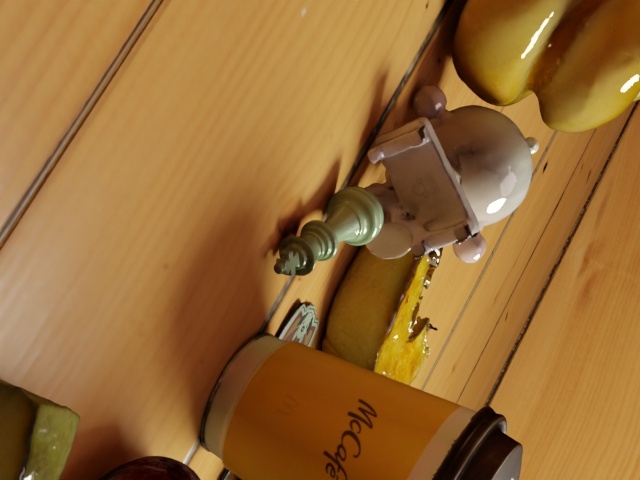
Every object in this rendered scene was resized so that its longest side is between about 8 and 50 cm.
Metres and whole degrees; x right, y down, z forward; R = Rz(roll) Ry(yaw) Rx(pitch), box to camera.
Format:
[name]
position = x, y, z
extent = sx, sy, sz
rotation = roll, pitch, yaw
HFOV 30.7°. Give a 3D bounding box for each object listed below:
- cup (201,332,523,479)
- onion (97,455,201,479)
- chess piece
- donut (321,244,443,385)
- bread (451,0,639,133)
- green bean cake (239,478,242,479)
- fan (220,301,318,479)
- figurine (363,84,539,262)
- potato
[cup]
position = 0.038, 0.202, 1.085
extent = 0.196, 0.280, 0.196
rotation = -50, 155, -33
[onion]
position = -0.141, 0.234, 0.860
extent = 0.206, 0.151, 0.098
rotation = -70, 158, -52
[chess piece]
position = 0.000, 0.000, 1.100
extent = 0.149, 0.059, 0.059
rotation = -36, 147, -48
[donut]
position = 0.066, 0.109, 1.358
extent = 0.152, 0.101, 0.259
rotation = -54, 160, -34
[bread]
position = 0.321, -0.286, 1.327
extent = 0.424, 0.245, 0.329
rotation = -25, 137, -64
[green bean cake]
position = -0.012, 0.296, 1.336
extent = 0.241, 0.132, 0.255
rotation = -62, 160, -4
[fan]
position = -0.056, 0.165, 1.228
extent = 0.220, 0.009, 0.132
rotation = -62, 162, -10
[figurine]
position = 0.148, -0.079, 1.261
extent = 0.144, 0.182, 0.257
rotation = -46, 172, 37
[potato]
position = -0.193, 0.158, 0.683
extent = 0.149, 0.081, 0.120
rotation = -63, 161, -9
